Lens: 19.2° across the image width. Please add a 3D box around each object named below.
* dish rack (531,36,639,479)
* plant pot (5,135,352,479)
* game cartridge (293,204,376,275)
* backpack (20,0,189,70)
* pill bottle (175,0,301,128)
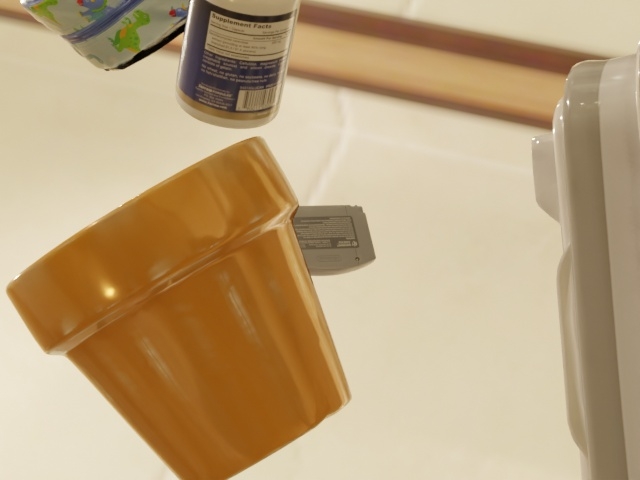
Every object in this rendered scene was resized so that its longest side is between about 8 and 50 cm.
[{"bbox_3d":[0.180,0.052,0.919,0.333,0.072,0.285,7,-102,-65],"label":"dish rack"},{"bbox_3d":[-0.079,0.060,1.291,0.188,0.205,0.205,59,-155,1],"label":"plant pot"},{"bbox_3d":[0.000,0.000,1.452,0.017,0.083,0.056,-51,47,52],"label":"game cartridge"},{"bbox_3d":[-0.163,-0.346,1.999,0.355,0.273,0.290,-55,25,17],"label":"backpack"},{"bbox_3d":[-0.067,-0.188,1.612,0.094,0.094,0.169,-47,-26,-55],"label":"pill bottle"}]
